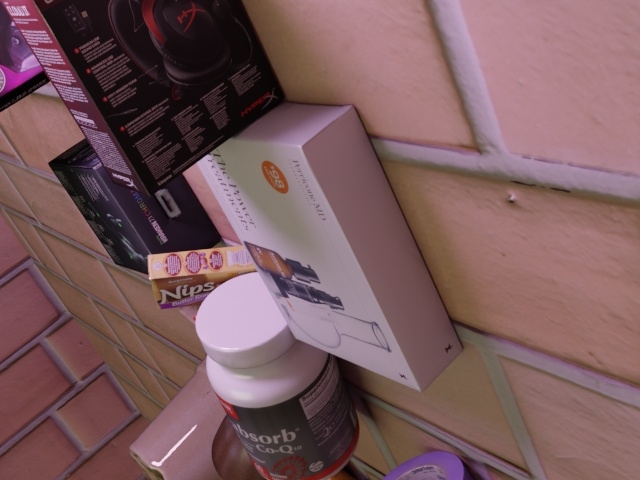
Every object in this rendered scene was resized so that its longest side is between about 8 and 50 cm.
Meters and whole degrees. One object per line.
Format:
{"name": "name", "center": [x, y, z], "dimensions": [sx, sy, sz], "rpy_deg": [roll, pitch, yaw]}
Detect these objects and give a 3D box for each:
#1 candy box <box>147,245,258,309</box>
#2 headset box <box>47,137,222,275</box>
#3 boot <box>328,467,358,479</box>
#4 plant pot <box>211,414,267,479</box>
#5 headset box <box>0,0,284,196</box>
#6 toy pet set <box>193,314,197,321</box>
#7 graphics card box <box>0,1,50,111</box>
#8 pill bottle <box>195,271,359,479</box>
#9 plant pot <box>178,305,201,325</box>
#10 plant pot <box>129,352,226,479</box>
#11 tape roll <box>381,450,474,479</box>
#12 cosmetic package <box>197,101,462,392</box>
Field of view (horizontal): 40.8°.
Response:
{"name": "candy box", "center": [-0.191, 0.061, 1.451], "dimensions": [0.109, 0.187, 0.053], "rpy_deg": [95, 166, -58]}
{"name": "headset box", "center": [-0.340, -0.071, 1.574], "dimensions": [0.283, 0.131, 0.246], "rpy_deg": [9, 134, 56]}
{"name": "boot", "center": [0.067, 0.545, 1.809], "dimensions": [0.211, 0.104, 0.295], "rpy_deg": [47, 161, 6]}
{"name": "plant pot", "center": [-0.108, 0.384, 1.787], "dimensions": [0.215, 0.215, 0.230], "rpy_deg": [39, 139, 23]}
{"name": "headset box", "center": [-0.203, -0.234, 0.978], "dimensions": [0.110, 0.218, 0.293], "rpy_deg": [18, 142, 50]}
{"name": "toy pet set", "center": [-0.151, 0.137, 1.589], "dimensions": [0.114, 0.122, 0.065], "rpy_deg": [-53, 50, 26]}
{"name": "graphics card box", "center": [-0.583, -0.300, 1.362], "dimensions": [0.233, 0.371, 0.094], "rpy_deg": [53, 157, -4]}
{"name": "pill bottle", "center": [-0.071, 0.238, 1.459], "dimensions": [0.210, 0.210, 0.363], "rpy_deg": [27, 148, 42]}
{"name": "plant pot", "center": [-0.224, 0.097, 1.659], "dimensions": [0.109, 0.096, 0.109], "rpy_deg": [31, 150, 41]}
{"name": "plant pot", "center": [-0.272, 0.474, 2.048], "dimensions": [0.334, 0.305, 0.334], "rpy_deg": [40, 155, 23]}
{"name": "tape roll", "center": [0.162, 0.427, 1.355], "dimensions": [0.080, 0.189, 0.189], "rpy_deg": [57, 156, -14]}
{"name": "cosmetic package", "center": [0.000, 0.000, 1.128], "dimensions": [0.284, 0.097, 0.377], "rpy_deg": [12, 136, 51]}
